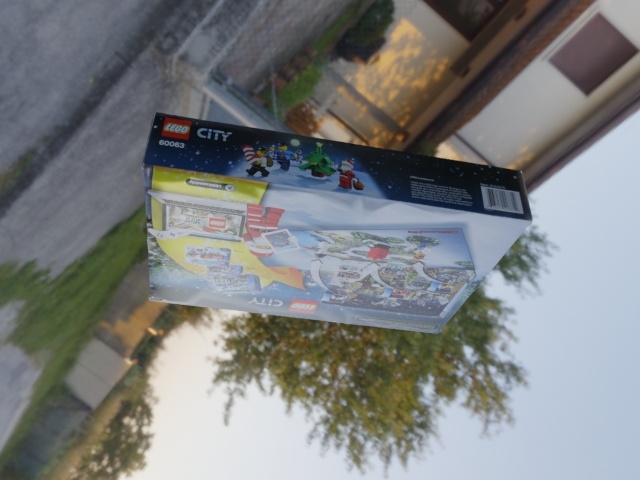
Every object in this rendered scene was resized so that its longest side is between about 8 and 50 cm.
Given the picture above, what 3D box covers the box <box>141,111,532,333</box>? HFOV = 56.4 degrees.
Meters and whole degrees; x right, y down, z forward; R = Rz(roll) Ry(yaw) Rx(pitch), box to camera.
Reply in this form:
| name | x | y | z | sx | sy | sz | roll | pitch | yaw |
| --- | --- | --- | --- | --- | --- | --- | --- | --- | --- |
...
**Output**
| name | x | y | z | sx | sy | sz | roll | pitch | yaw |
| --- | --- | --- | --- | --- | --- | --- | --- | --- | --- |
| box | 0.000 | 0.000 | 0.416 | 0.159 | 0.233 | 0.044 | 111 | -16 | -54 |
